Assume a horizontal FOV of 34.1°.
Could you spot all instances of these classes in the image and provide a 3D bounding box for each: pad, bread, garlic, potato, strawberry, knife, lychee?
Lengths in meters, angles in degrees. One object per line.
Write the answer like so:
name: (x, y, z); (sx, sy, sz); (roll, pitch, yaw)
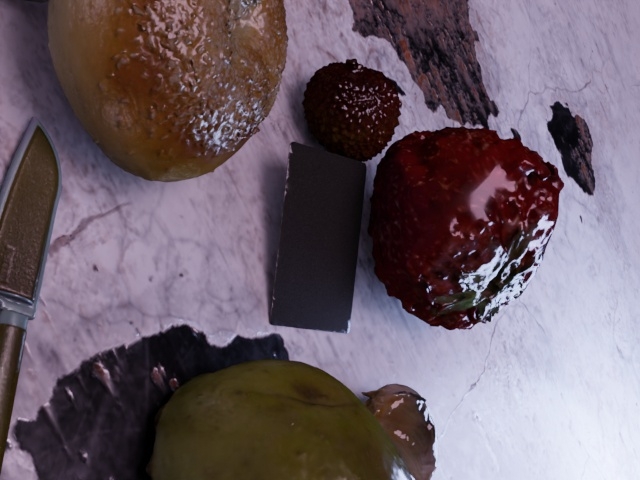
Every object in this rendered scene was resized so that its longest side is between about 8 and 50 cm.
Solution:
pad: (0.000, 0.000, 1.230); (0.143, 0.003, 0.211); (12, 83, -48)
bread: (-0.133, -0.208, 1.025); (0.305, 0.158, 0.306); (16, 72, -62)
garlic: (0.102, 0.233, 1.272); (0.084, 0.066, 0.152); (-44, 110, -18)
potato: (-0.006, 0.248, 1.015); (0.330, 0.212, 0.280); (-21, 94, -52)
strawberry: (0.170, -0.031, 1.319); (0.274, 0.274, 0.220); (8, 35, -48)
knife: (-0.273, 0.044, 0.913); (0.061, 0.027, 0.343); (26, 59, -38)
lychee: (0.041, -0.159, 1.285); (0.123, 0.123, 0.129); (-25, 105, -51)

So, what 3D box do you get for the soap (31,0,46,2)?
soap: (-0.304, -0.321, 0.971); (0.121, 0.064, 0.183); (-6, 84, -51)
